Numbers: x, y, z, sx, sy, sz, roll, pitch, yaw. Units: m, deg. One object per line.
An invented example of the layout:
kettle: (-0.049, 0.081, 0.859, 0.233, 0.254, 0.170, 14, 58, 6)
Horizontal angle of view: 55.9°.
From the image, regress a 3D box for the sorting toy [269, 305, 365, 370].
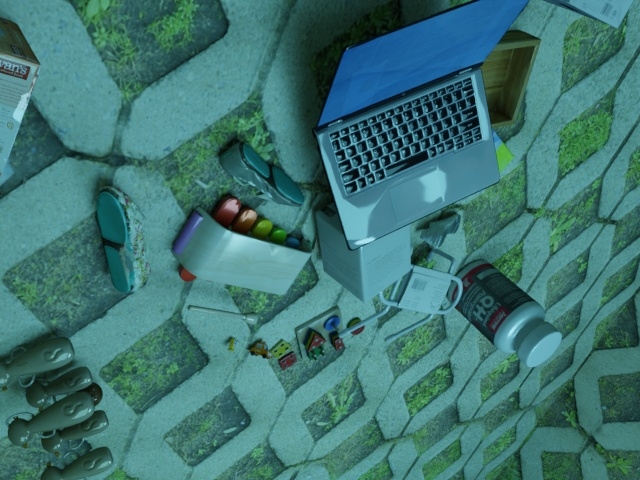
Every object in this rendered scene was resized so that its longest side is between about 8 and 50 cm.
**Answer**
sorting toy: (0.001, 0.261, 1.592, 0.274, 0.046, 0.132, -26, 136, -17)

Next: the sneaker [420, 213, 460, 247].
sneaker: (0.317, -0.036, 1.585, 0.152, 0.061, 0.054, -32, 134, -41)

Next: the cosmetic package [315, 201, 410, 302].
cosmetic package: (0.099, 0.005, 1.356, 0.151, 0.151, 0.184, -32, 138, -25)

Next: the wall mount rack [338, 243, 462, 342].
wall mount rack: (0.211, 0.152, 1.582, 0.350, 0.130, 0.304, 16, 100, -44)

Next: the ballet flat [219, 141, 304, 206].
ballet flat: (-0.115, -0.119, 1.177, 0.068, 0.072, 0.213, -25, 144, 23)

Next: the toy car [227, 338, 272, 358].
toy car: (-0.164, 0.258, 1.458, 0.122, 0.060, 0.041, 29, 72, -54)

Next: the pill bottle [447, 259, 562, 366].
pill bottle: (0.535, 0.214, 1.759, 0.176, 0.318, 0.176, -20, 133, -23)

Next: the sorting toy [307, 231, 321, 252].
sorting toy: (0.000, 0.000, 1.395, 0.083, 0.012, 0.062, -5, 125, -35)

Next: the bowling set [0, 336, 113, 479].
bowling set: (-0.508, 0.343, 1.176, 0.154, 0.287, 0.200, -21, 169, -14)

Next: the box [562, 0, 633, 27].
box: (0.399, -0.485, 1.083, 0.169, 0.290, 0.087, 3, 120, -37)

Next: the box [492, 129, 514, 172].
box: (0.405, -0.215, 1.502, 0.109, 0.042, 0.178, -50, 138, 8)

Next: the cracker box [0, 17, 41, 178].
cracker box: (-0.451, -0.165, 0.794, 0.067, 0.156, 0.232, 11, 117, -43)

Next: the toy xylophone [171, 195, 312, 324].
toy xylophone: (-0.164, 0.053, 1.259, 0.236, 0.081, 0.322, -51, 138, 10)

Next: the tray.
tray: (0.274, -0.324, 1.287, 0.411, 0.076, 0.203, -16, 132, -28)

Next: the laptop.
laptop: (0.208, -0.202, 1.089, 0.382, 0.236, 0.408, -24, 114, -15)

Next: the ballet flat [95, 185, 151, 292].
ballet flat: (-0.348, -0.010, 1.081, 0.077, 0.091, 0.241, -47, 155, -45)
